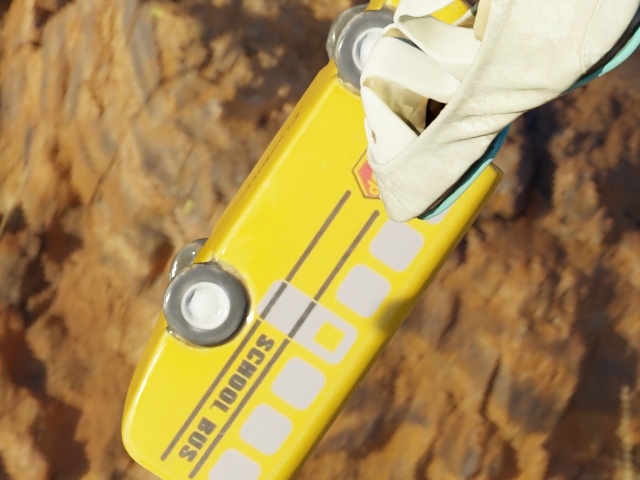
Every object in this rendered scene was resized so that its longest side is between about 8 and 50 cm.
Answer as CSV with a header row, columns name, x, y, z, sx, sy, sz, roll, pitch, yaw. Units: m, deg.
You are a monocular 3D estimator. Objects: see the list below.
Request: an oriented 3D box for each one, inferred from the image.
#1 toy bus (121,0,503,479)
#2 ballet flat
name,x,y,z,sx,sy,sz,roll,pitch,yaw
toy bus,0.000,0.000,1.119,0.130,0.332,0.108,34,6,-7
ballet flat,0.041,-0.054,0.541,0.052,0.168,0.057,25,64,-12
